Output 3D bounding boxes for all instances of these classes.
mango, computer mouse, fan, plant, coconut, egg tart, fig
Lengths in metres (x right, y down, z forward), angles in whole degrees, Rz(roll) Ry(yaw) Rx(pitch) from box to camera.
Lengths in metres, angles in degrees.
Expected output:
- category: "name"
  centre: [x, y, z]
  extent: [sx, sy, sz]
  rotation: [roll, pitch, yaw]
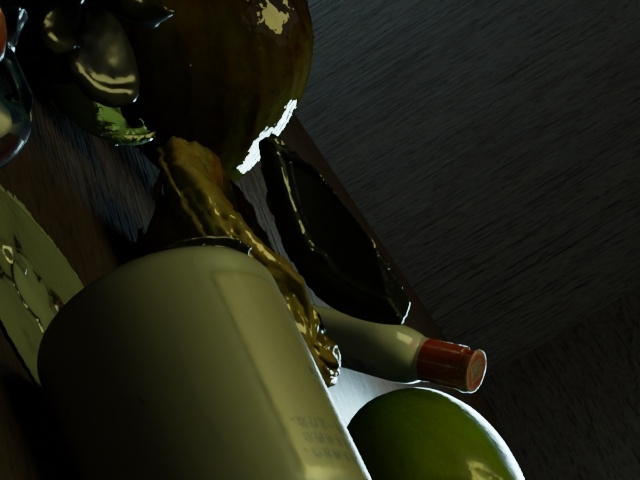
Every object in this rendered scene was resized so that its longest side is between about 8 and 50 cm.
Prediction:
- category: "mango"
  centre: [0.097, 0.219, 1.784]
  extent: [0.192, 0.156, 0.343]
  rotation: [57, 1, -13]
- category: "computer mouse"
  centre: [0.000, 0.000, 1.588]
  extent: [0.192, 0.062, 0.106]
  rotation: [51, -6, 15]
- category: "fan"
  centre: [-0.190, -0.001, 1.138]
  extent: [0.415, 0.012, 0.233]
  rotation: [56, 6, -32]
- category: "plant"
  centre: [-0.198, -0.239, 1.446]
  extent: [0.199, 0.188, 0.276]
  rotation: [50, 10, -53]
- category: "coconut"
  centre: [-0.191, -0.127, 1.594]
  extent: [0.133, 0.055, 0.158]
  rotation: [59, 7, -8]
- category: "egg tart"
  centre: [-0.073, 0.030, 1.545]
  extent: [0.241, 0.106, 0.241]
  rotation: [57, 2, -2]
- category: "fig"
  centre: [-0.100, -0.103, 1.796]
  extent: [0.217, 0.217, 0.321]
  rotation: [-100, -177, -75]

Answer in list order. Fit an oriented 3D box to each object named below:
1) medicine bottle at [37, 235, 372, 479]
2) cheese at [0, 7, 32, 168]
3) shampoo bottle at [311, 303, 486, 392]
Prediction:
- category: "medicine bottle"
  centre: [-0.043, 0.139, 1.007]
  extent: [0.258, 0.143, 0.143]
  rotation: [63, 7, 32]
- category: "cheese"
  centre: [-0.232, -0.172, 0.968]
  extent: [0.129, 0.217, 0.329]
  rotation: [12, -49, 42]
- category: "shampoo bottle"
  centre: [0.048, 0.100, 1.829]
  extent: [0.221, 0.051, 0.108]
  rotation: [11, -16, 28]
